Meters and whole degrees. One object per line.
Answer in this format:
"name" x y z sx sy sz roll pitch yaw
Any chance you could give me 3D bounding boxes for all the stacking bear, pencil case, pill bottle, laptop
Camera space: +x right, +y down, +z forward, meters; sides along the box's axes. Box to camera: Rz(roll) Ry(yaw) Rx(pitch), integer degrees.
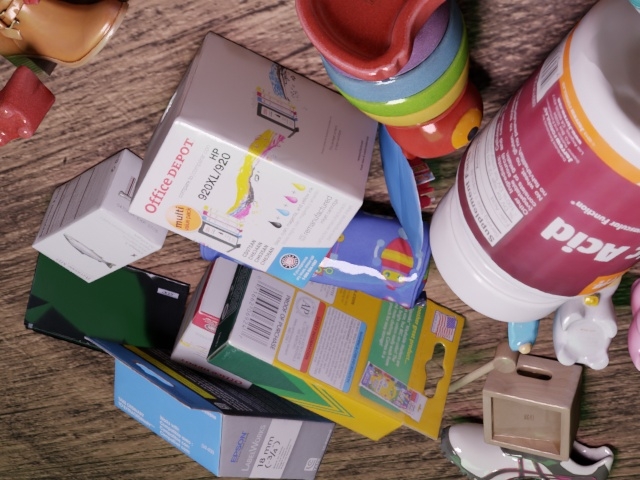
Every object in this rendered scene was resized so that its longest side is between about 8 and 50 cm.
"stacking bear" 0.093 -0.187 1.577 0.164 0.175 0.289 29 167 31
"pencil case" 0.000 0.000 1.930 0.306 0.133 0.119 14 104 3
"pill bottle" 0.281 -0.073 1.592 0.224 0.224 0.392 23 147 -10
"laptop" -0.331 0.109 2.336 0.234 0.136 0.264 18 173 -1

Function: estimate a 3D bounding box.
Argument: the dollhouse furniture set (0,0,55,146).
"dollhouse furniture set" -0.371 -0.267 1.633 0.201 0.152 0.374 12 142 6

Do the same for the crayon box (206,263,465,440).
"crayon box" 0.025 0.134 2.037 0.323 0.203 0.083 27 146 -15

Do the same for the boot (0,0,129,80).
"boot" -0.329 -0.267 1.720 0.197 0.073 0.152 -21 126 37

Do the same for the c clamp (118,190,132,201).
"c clamp" -0.151 -0.080 1.865 0.137 0.160 0.022 37 176 1

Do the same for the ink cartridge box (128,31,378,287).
"ink cartridge box" -0.078 -0.092 1.748 0.233 0.168 0.171 24 133 -11

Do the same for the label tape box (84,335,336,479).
"label tape box" -0.174 0.249 2.183 0.241 0.105 0.334 28 -171 38

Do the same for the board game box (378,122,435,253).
"board game box" 0.109 -0.068 1.761 0.033 0.168 0.133 -14 132 -8

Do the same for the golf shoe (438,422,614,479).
"golf shoe" 0.319 0.323 2.310 0.273 0.105 0.120 18 132 -12

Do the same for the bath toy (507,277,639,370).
"bath toy" 0.408 0.091 1.880 0.348 0.129 0.151 11 110 1

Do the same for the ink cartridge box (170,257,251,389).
"ink cartridge box" -0.122 0.110 2.136 0.128 0.127 0.176 23 147 -9

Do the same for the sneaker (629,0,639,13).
"sneaker" 0.380 -0.307 1.316 0.302 0.108 0.121 -27 127 37

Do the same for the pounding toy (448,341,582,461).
"pounding toy" 0.279 0.202 2.139 0.181 0.094 0.206 11 138 18

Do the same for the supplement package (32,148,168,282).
"supplement package" -0.289 -0.031 2.021 0.105 0.105 0.179 35 144 -27
